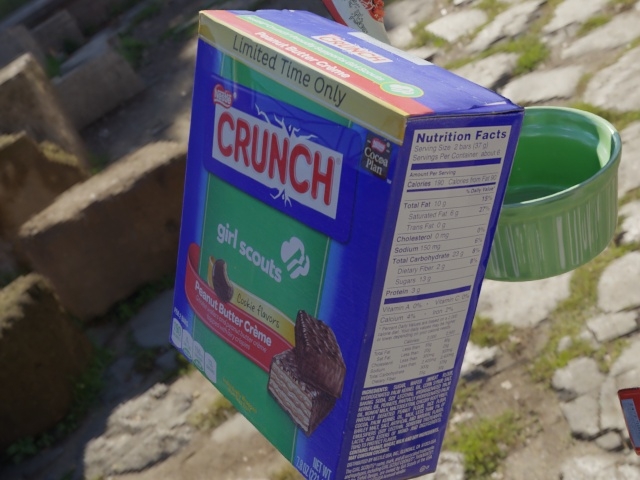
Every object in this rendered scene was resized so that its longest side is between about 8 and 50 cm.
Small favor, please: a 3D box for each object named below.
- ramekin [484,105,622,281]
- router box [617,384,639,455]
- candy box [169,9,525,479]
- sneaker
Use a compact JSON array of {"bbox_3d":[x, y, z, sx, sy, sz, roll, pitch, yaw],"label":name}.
[{"bbox_3d":[0.305,-0.069,1.571,0.303,0.148,0.303,-11,31,7],"label":"ramekin"},{"bbox_3d":[0.542,0.152,1.111,0.335,0.082,0.301,-12,-9,-13],"label":"router box"},{"bbox_3d":[0.000,0.000,0.842,0.122,0.317,0.268,-8,29,-36],"label":"candy box"},{"bbox_3d":[0.071,-0.434,1.729,0.145,0.270,0.090,-39,-12,19],"label":"sneaker"}]
